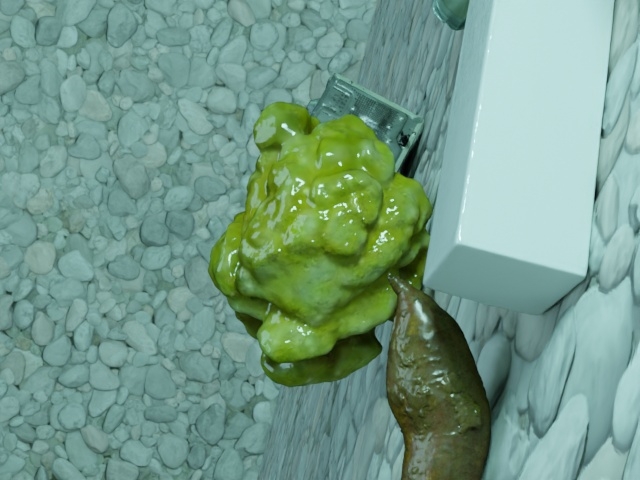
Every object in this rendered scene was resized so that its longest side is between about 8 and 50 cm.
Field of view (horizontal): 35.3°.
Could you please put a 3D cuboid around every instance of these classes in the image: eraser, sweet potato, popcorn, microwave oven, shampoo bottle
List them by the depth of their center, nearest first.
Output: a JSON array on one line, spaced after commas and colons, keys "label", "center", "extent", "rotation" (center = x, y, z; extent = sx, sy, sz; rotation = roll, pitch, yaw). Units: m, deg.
[{"label": "eraser", "center": [0.130, -0.110, 0.623], "extent": [0.078, 0.076, 0.298], "rotation": [115, 168, -66]}, {"label": "sweet potato", "center": [0.080, 0.131, 0.640], "extent": [0.068, 0.068, 0.226], "rotation": [118, 147, -74]}, {"label": "shampoo bottle", "center": [0.159, -0.283, 0.993], "extent": [0.212, 0.049, 0.072], "rotation": [114, 165, -71]}, {"label": "popcorn", "center": [0.000, 0.000, 1.015], "extent": [0.250, 0.235, 0.242], "rotation": [79, 173, -52]}, {"label": "microwave oven", "center": [0.008, -0.063, 1.285], "extent": [0.240, 0.145, 0.194], "rotation": [-61, -6, -19]}]
